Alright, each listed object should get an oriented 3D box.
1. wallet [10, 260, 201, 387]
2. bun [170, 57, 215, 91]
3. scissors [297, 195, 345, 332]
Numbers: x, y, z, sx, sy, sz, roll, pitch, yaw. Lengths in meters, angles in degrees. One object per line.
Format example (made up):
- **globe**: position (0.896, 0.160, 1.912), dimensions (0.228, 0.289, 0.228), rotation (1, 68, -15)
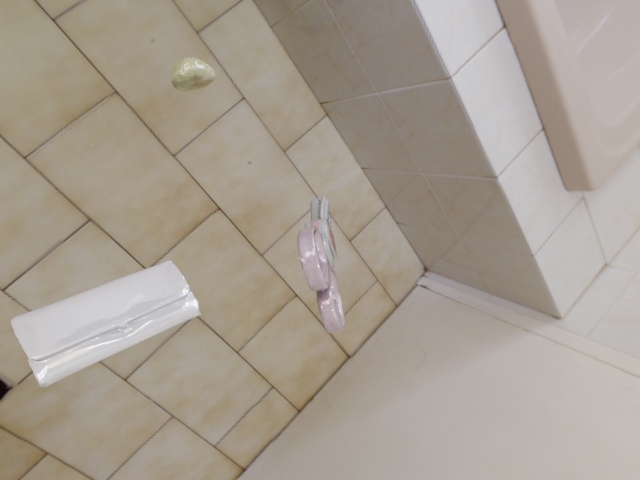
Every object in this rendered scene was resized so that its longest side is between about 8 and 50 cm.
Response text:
- **wallet**: position (-0.162, 0.060, 0.333), dimensions (0.122, 0.061, 0.025), rotation (-23, 152, -36)
- **bun**: position (-0.245, -0.318, 0.806), dimensions (0.086, 0.086, 0.054), rotation (-23, 105, -22)
- **scissors**: position (0.000, 0.000, 0.518), dimensions (0.031, 0.242, 0.118), rotation (-15, 119, 8)
